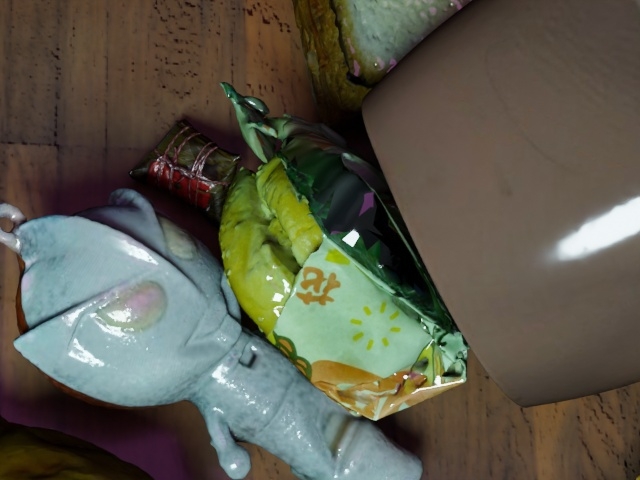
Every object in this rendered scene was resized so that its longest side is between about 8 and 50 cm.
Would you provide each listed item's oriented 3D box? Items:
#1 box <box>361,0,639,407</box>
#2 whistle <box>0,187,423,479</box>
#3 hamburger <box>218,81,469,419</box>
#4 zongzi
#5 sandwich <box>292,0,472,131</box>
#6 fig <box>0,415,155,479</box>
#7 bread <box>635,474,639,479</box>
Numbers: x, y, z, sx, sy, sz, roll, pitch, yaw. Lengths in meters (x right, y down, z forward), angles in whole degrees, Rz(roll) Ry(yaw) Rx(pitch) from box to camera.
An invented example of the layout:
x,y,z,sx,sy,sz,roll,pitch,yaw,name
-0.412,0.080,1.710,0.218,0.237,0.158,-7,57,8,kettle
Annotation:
x,y,z,sx,sy,sz,roll,pitch,yaw,name
0.173,-0.042,1.083,0.216,0.301,0.301,-26,79,11,box
-0.083,0.080,1.106,0.346,0.134,0.142,36,28,-11,whistle
-0.001,-0.003,1.090,0.125,0.214,0.235,-45,115,8,hamburger
-0.083,-0.053,1.167,0.083,0.073,0.067,43,51,1,zongzi
0.104,-0.225,1.251,0.273,0.095,0.249,-9,76,-17,sandwich
-0.170,0.164,1.039,0.190,0.191,0.290,4,53,-12,fig
0.378,0.249,1.049,0.361,0.250,0.394,0,35,-12,bread
